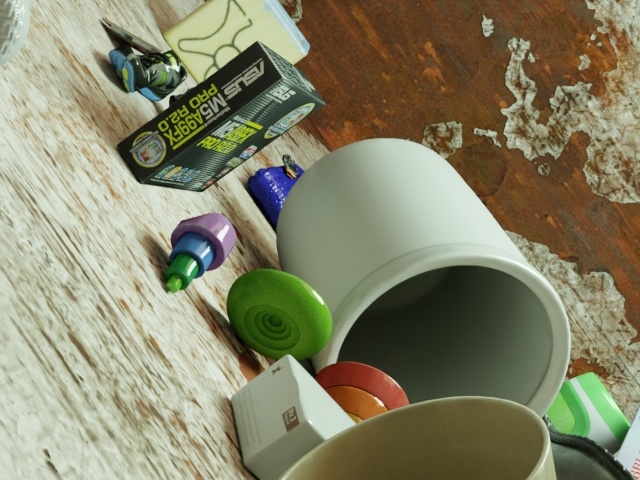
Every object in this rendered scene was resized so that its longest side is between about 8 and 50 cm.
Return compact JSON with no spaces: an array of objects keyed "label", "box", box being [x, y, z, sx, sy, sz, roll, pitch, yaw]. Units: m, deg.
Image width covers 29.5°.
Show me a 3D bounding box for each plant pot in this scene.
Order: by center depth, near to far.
[{"label":"plant pot","box":[0.113,0.318,1.057,0.256,0.257,0.274,-92,162,-74]}]

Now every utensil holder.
[{"label":"utensil holder","box":[0.121,0.070,1.663,0.327,0.328,0.385,50,9,-30]}]

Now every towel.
[{"label":"towel","box":[0.000,0.000,2.081,0.308,0.076,0.227,55,8,0]}]

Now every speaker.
[{"label":"speaker","box":[0.305,0.318,1.784,0.131,0.296,0.131,53,9,-12]}]

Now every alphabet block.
[{"label":"alphabet block","box":[-0.152,-0.374,2.278,0.192,0.197,0.193,54,9,-9]}]

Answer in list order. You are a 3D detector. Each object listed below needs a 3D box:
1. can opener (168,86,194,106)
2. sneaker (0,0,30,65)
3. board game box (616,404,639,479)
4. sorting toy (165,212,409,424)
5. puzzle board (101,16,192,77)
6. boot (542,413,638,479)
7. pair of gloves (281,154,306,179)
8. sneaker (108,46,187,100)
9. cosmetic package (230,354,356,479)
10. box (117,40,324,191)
[{"label":"can opener","box":[-0.191,-0.170,1.732,0.186,0.059,0.073,-89,159,-70]},{"label":"sneaker","box":[-0.356,-0.303,1.117,0.366,0.137,0.210,53,11,8]},{"label":"board game box","box":[0.421,0.433,1.720,0.066,0.318,0.318,19,-33,23]},{"label":"sorting toy","box":[-0.050,0.134,1.348,0.365,0.127,0.126,49,40,-18]},{"label":"puzzle board","box":[-0.262,-0.287,1.823,0.128,0.011,0.096,31,-2,26]},{"label":"boot","box":[0.275,0.350,1.580,0.118,0.222,0.338,49,-11,-32]},{"label":"pair of gloves","box":[-0.036,-0.110,2.073,0.083,0.010,0.074,41,19,-28]},{"label":"sneaker","box":[-0.240,-0.245,1.711,0.067,0.078,0.188,61,11,8]},{"label":"cosmetic package","box":[0.011,0.237,1.239,0.231,0.085,0.117,48,11,-28]},{"label":"box","box":[-0.119,-0.150,1.554,0.060,0.216,0.270,56,8,6]}]
